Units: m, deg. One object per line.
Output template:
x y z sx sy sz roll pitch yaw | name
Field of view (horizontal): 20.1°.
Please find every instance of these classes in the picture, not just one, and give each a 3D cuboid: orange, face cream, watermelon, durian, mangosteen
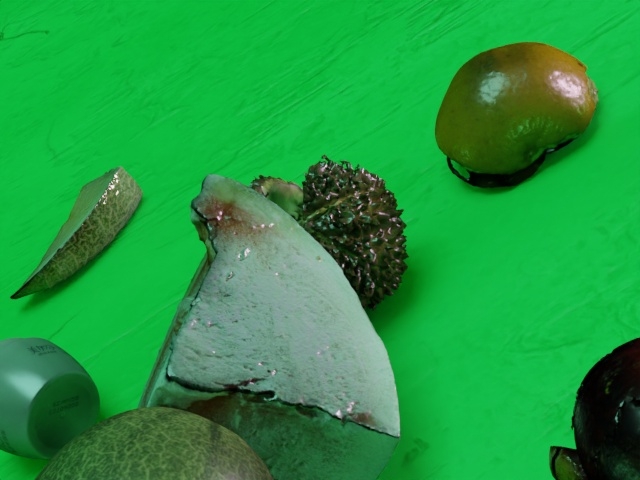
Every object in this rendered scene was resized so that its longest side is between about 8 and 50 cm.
0.185 -0.135 1.774 0.160 0.112 0.170 -5 54 35 | orange
-0.283 0.156 1.777 0.104 0.117 0.117 21 60 42 | face cream
-0.103 0.119 1.553 0.289 0.214 0.319 -35 71 27 | watermelon
0.000 0.000 1.712 0.196 0.167 0.196 4 6 0 | durian
0.248 0.158 1.307 0.180 0.166 0.166 -57 33 8 | mangosteen

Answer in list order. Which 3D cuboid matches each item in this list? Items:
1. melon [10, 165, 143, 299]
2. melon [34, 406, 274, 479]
-0.278 -0.003 2.037 0.098 0.054 0.182 -10 39 40 | melon
-0.137 0.276 1.379 0.237 0.237 0.301 -3 59 38 | melon
